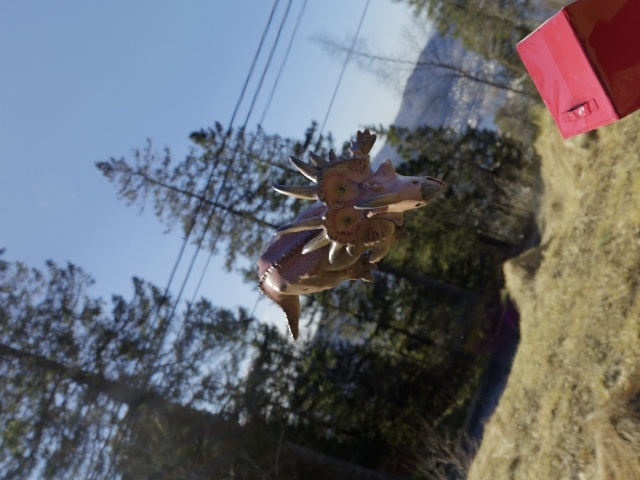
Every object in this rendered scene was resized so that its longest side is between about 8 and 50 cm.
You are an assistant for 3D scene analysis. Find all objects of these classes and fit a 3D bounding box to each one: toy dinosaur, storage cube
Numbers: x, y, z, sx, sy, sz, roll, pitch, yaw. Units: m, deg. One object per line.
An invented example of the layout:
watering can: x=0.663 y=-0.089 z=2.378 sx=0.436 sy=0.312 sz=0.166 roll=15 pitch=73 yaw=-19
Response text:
toy dinosaur: x=0.000 y=0.000 z=0.645 sx=0.295 sy=0.127 sz=0.200 roll=-51 pitch=-9 yaw=28
storage cube: x=0.478 y=-0.306 z=1.021 sx=0.215 sy=0.193 sz=0.184 roll=-29 pitch=2 yaw=-4
